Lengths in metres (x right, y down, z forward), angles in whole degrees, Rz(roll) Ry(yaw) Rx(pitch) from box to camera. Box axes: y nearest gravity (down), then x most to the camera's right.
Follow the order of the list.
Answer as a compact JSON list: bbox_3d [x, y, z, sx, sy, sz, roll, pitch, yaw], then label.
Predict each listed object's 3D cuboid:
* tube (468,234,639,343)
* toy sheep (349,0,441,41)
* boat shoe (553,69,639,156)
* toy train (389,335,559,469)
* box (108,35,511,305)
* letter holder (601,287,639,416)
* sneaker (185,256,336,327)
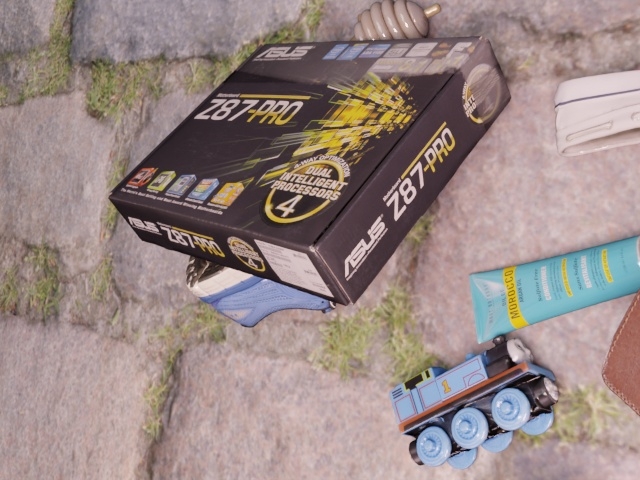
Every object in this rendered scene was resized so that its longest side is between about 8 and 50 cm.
[{"bbox_3d":[0.247,0.048,0.849,0.207,0.052,0.080,-22,57,40],"label":"tube"},{"bbox_3d":[0.090,-0.265,1.018,0.132,0.091,0.091,-28,64,25],"label":"toy sheep"},{"bbox_3d":[0.348,-0.121,0.781,0.258,0.095,0.084,0,84,49],"label":"boat shoe"},{"bbox_3d":[0.163,0.173,0.866,0.184,0.080,0.105,-35,54,28],"label":"toy train"},{"bbox_3d":[-0.026,-0.104,0.947,0.395,0.097,0.318,14,55,47],"label":"box"},{"bbox_3d":[0.357,0.011,0.647,0.301,0.152,0.214,-62,21,12],"label":"letter holder"},{"bbox_3d":[0.000,0.000,1.016,0.330,0.147,0.129,-30,35,12],"label":"sneaker"}]
